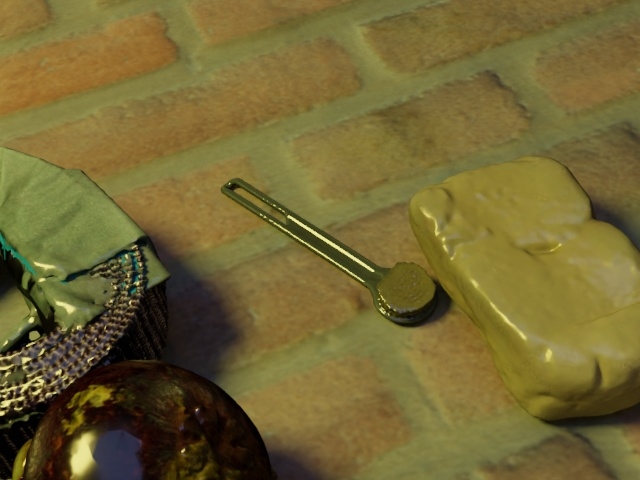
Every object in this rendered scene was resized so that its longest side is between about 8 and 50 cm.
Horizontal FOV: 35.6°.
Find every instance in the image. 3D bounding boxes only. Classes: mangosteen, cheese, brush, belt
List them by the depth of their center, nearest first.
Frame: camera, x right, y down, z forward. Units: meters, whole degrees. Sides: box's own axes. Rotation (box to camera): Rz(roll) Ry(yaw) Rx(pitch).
[{"bbox_3d":[-0.147,0.192,0.745,0.217,0.192,0.192,-29,42,31],"label":"mangosteen"},{"bbox_3d":[0.198,0.037,0.890,0.159,0.093,0.263,-23,54,-11],"label":"cheese"},{"bbox_3d":[-0.284,0.049,0.893,0.260,0.122,0.325,-37,55,-16],"label":"belt"},{"bbox_3d":[0.000,0.000,0.973,0.266,0.027,0.062,32,59,26],"label":"brush"}]
